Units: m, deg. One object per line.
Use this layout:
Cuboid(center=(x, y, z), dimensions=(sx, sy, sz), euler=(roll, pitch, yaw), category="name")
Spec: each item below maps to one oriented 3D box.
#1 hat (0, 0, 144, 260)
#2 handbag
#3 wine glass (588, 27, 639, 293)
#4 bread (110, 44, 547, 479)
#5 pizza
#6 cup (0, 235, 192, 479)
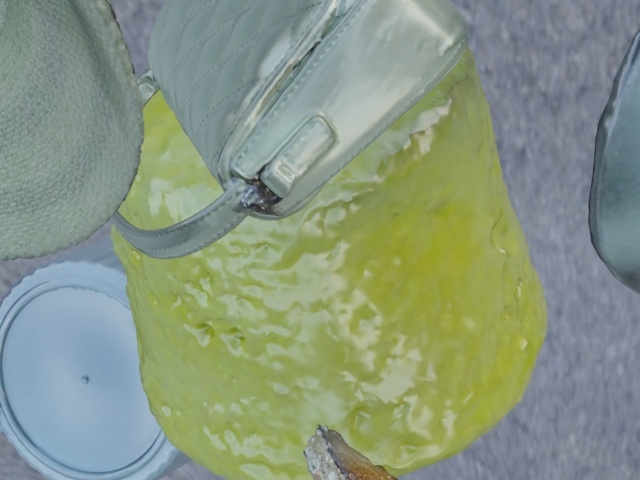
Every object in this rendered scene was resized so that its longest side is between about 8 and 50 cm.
Cuboid(center=(-0.137, -0.116, 0.512), dimensions=(0.252, 0.252, 0.110), euler=(23, 57, 14), category="hat")
Cuboid(center=(-0.044, -0.089, 0.891), dimensions=(0.219, 0.256, 0.079), euler=(-45, 116, 5), category="handbag")
Cuboid(center=(0.353, 0.019, 0.747), dimensions=(0.267, 0.267, 0.406), euler=(-45, 53, -6), category="wine glass")
Cuboid(center=(0.000, 0.000, 1.297), dimensions=(0.348, 0.307, 0.348), euler=(-8, 39, 7), category="bread")
Cuboid(center=(0.053, 0.205, 1.098), dimensions=(0.195, 0.185, 0.052), euler=(47, 108, 17), category="pizza")
Cuboid(center=(-0.204, 0.102, 1.742), dimensions=(0.331, 0.311, 0.256), euler=(12, 104, 20), category="cup")
